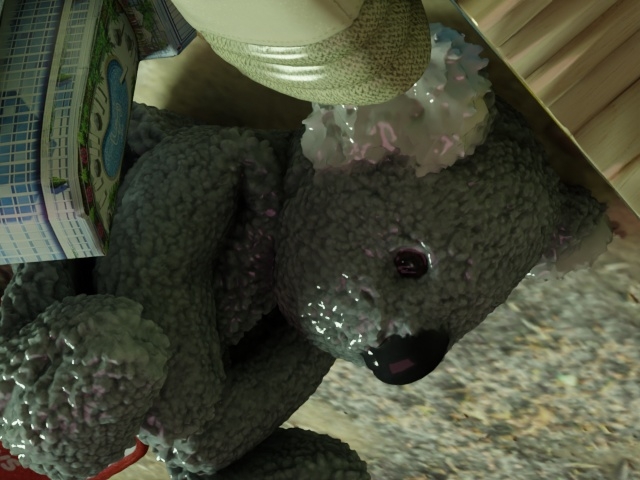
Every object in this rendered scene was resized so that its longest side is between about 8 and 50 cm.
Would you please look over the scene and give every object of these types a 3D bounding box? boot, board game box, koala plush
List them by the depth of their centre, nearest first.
[{"bbox_3d":[-0.063,-0.131,0.482,0.165,0.077,0.213,38,-175,-46],"label":"boot"},{"bbox_3d":[-0.121,-0.083,0.575,0.194,0.194,0.060,-6,142,12],"label":"board game box"},{"bbox_3d":[0.000,0.000,0.643,0.221,0.203,0.196,-26,140,23],"label":"koala plush"}]

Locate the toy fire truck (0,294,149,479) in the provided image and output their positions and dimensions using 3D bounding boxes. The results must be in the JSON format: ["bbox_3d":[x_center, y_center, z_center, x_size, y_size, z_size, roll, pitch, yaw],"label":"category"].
[{"bbox_3d":[-0.287,0.091,0.938,0.254,0.169,0.302,-32,125,23],"label":"toy fire truck"}]

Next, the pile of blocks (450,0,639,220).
[{"bbox_3d":[0.057,-0.138,0.463,0.113,0.149,0.362,-40,134,9],"label":"pile of blocks"}]
